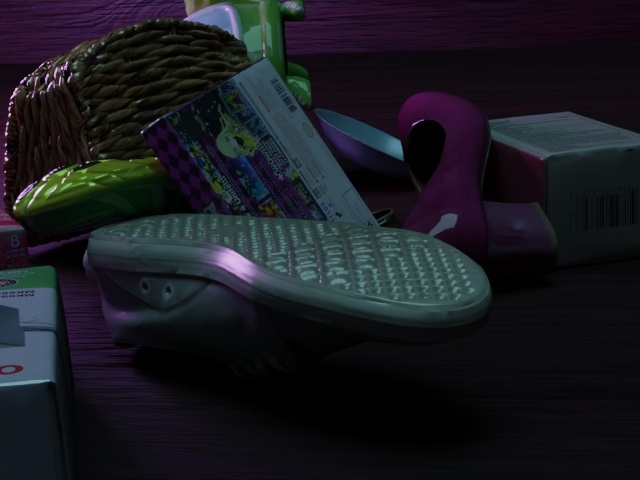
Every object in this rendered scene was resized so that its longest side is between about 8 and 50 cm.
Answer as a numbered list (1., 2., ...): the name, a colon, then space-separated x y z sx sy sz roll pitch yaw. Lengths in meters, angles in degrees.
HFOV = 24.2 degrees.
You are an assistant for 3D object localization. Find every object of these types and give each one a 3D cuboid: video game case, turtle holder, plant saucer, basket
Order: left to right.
1. basket: -0.238 -0.136 1.794 0.223 0.213 0.299 -20 0 43
2. turtle holder: -0.130 -0.249 2.147 0.227 0.320 0.243 -5 -8 0
3. video game case: -0.050 -0.053 1.492 0.042 0.232 0.210 -31 6 34
4. plant saucer: 0.073 -0.125 2.060 0.195 0.037 0.195 25 12 -6

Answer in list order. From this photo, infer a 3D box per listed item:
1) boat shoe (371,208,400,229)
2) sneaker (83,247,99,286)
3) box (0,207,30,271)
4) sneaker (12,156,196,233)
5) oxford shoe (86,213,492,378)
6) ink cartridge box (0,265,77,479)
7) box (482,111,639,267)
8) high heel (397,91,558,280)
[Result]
1. boat shoe: 0.000 0.000 1.618 0.183 0.066 0.066 -9 16 -21
2. sneaker: -0.192 0.011 1.634 0.126 0.091 0.240 -16 4 40
3. box: -0.407 0.051 1.398 0.257 0.122 0.128 -9 15 -21
4. sneaker: -0.163 -0.022 1.488 0.295 0.123 0.109 -3 4 -40
5. oxford shoe: -0.034 0.056 1.272 0.449 0.130 0.169 5 14 45
6. ink cartridge box: -0.290 0.121 1.099 0.211 0.121 0.289 -6 15 -9
7. box: 0.269 -0.062 1.681 0.149 0.127 0.232 -7 14 -16
8. high heel: 0.107 -0.070 1.630 0.181 0.127 0.377 -2 26 -18
